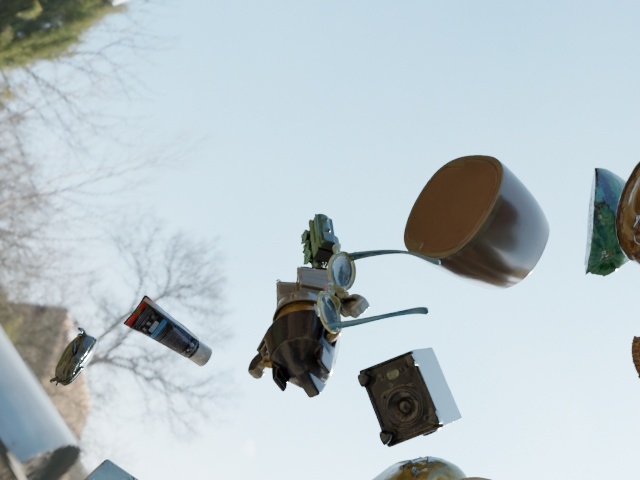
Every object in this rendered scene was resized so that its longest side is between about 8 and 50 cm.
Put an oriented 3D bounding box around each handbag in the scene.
[{"bbox_3d":[-0.438,0.212,1.562,0.047,0.111,0.072,26,-33,-2],"label":"handbag"}]

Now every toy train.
[{"bbox_3d":[0.000,0.000,2.222,0.170,0.071,0.111,-98,-149,-53],"label":"toy train"}]

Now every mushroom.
[{"bbox_3d":[0.593,-0.059,1.453,0.138,0.194,0.231,23,-36,-6],"label":"mushroom"}]

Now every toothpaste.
[{"bbox_3d":[-0.299,0.185,1.755,0.193,0.071,0.045,39,-7,-30],"label":"toothpaste"}]

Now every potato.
[{"bbox_3d":[0.163,0.474,1.604,0.140,0.173,0.300,57,-30,17],"label":"potato"}]

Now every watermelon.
[{"bbox_3d":[0.596,-0.052,1.796,0.128,0.231,0.146,-5,-45,27],"label":"watermelon"}]

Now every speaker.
[{"bbox_3d":[0.249,0.439,2.453,0.254,0.184,0.232,10,56,-67],"label":"speaker"}]

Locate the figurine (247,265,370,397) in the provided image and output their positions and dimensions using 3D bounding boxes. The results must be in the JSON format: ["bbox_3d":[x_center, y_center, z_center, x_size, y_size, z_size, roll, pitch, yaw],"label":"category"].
[{"bbox_3d":[-0.036,0.185,1.788,0.143,0.308,0.308,29,-21,-16],"label":"figurine"}]

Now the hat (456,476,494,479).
[{"bbox_3d":[0.244,0.448,1.363,0.164,0.219,0.226,-55,133,-74],"label":"hat"}]

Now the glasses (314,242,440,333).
[{"bbox_3d":[0.112,0.102,1.675,0.220,0.190,0.088,4,-42,17],"label":"glasses"}]

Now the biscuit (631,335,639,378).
[{"bbox_3d":[0.722,0.265,1.755,0.206,0.126,0.025,15,-21,10],"label":"biscuit"}]

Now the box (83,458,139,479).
[{"bbox_3d":[-0.457,0.540,1.848,0.124,0.093,0.172,33,10,2],"label":"box"}]

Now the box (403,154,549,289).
[{"bbox_3d":[0.368,-0.030,2.036,0.216,0.301,0.301,35,-14,-29],"label":"box"}]
